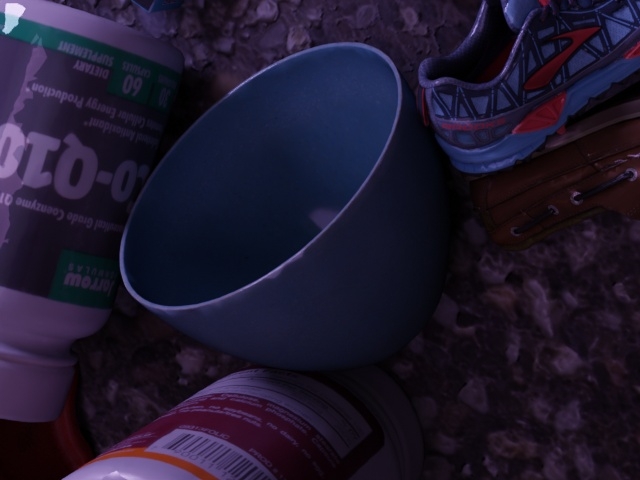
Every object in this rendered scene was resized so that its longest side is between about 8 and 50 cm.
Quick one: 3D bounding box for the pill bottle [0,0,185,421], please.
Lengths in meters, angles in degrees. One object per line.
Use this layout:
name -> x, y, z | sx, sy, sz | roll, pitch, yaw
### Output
pill bottle -> -0.269, -0.031, 1.341 | 0.204, 0.204, 0.361 | 17, 92, 19

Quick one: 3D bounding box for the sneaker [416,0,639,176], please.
sneaker -> 0.187, -0.170, 1.154 | 0.262, 0.104, 0.125 | -43, 125, -2

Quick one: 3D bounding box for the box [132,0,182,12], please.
box -> -0.218, -0.324, 1.377 | 0.244, 0.060, 0.100 | 37, 114, 12

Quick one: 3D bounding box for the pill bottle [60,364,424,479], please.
pill bottle -> -0.063, 0.234, 1.255 | 0.224, 0.392, 0.224 | 5, 104, 23

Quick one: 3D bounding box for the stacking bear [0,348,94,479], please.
stacking bear -> -0.409, 0.205, 1.541 | 0.289, 0.164, 0.175 | -3, 101, 29

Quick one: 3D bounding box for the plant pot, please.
plant pot -> 0.000, 0.000, 1.266 | 0.290, 0.290, 0.195 | -24, 127, 27

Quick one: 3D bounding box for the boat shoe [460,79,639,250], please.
boat shoe -> 0.264, -0.074, 1.206 | 0.307, 0.110, 0.104 | -18, 99, 36
